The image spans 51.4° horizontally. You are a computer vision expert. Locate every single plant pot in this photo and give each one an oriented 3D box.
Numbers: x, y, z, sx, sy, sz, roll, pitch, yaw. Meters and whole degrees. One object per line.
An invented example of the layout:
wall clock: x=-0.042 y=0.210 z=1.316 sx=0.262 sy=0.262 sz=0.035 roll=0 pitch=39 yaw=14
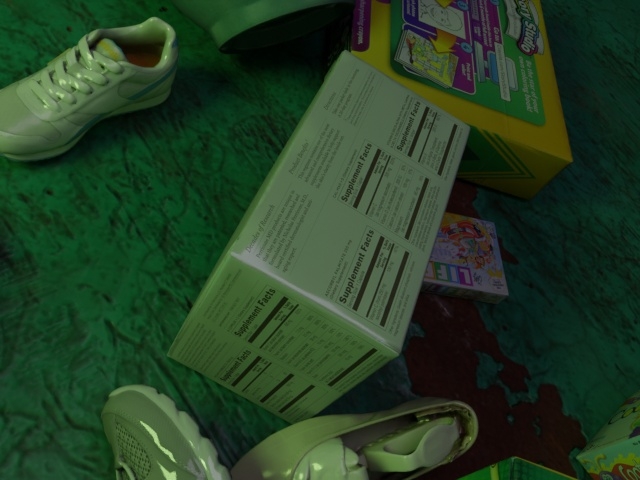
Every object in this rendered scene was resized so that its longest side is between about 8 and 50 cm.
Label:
plant pot: x=-0.068 y=-0.338 z=0.777 sx=0.293 sy=0.293 sz=0.196 roll=-22 pitch=98 yaw=-34

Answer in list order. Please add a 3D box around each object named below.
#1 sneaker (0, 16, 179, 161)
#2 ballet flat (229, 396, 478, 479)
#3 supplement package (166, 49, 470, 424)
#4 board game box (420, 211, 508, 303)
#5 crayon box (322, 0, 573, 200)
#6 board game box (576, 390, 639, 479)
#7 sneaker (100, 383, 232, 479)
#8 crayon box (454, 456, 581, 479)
sneaker: x=-0.243 y=-0.160 z=0.673 sx=0.087 sy=0.092 sz=0.228 roll=46 pitch=53 yaw=5
ballet flat: x=0.038 y=0.190 z=0.578 sx=0.248 sy=0.086 sz=0.086 roll=-12 pitch=65 yaw=-30
supplement package: x=0.000 y=0.000 z=0.613 sx=0.145 sy=0.204 sz=0.262 roll=31 pitch=52 yaw=-7
board game box: x=0.142 y=0.014 z=0.784 sx=0.154 sy=0.026 sz=0.103 roll=10 pitch=56 yaw=-19
crayon box: x=0.168 y=-0.262 z=0.925 sx=0.313 sy=0.106 sz=0.363 roll=16 pitch=55 yaw=-17
board game box: x=0.429 y=0.282 z=0.674 sx=0.142 sy=0.144 sz=0.275 roll=-27 pitch=73 yaw=-35
sneaker: x=-0.111 y=0.237 z=0.471 sx=0.115 sy=0.105 sz=0.281 roll=-14 pitch=67 yaw=-32
crayon box: x=0.230 y=0.282 z=0.566 sx=0.278 sy=0.165 sz=0.081 roll=22 pitch=53 yaw=-10
